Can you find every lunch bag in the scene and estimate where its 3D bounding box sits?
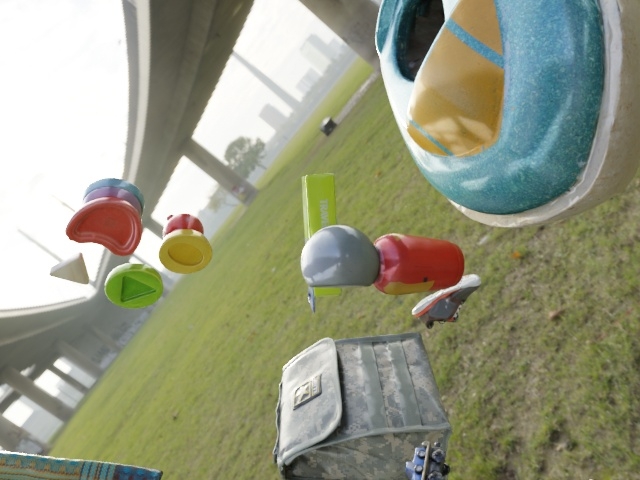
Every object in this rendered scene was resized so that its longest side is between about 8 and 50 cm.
[{"bbox_3d":[0.059,0.295,0.962,0.235,0.287,0.169,-94,-1,-60],"label":"lunch bag"}]

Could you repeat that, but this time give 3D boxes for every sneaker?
[{"bbox_3d":[0.249,0.119,1.032,0.158,0.065,0.061,-39,-4,40],"label":"sneaker"}]

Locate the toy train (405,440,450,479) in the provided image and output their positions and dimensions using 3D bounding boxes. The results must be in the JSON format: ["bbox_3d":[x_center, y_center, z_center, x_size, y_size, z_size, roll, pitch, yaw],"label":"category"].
[{"bbox_3d":[0.078,0.234,0.449,0.036,0.027,0.158,-6,31,27],"label":"toy train"}]

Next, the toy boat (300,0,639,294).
[{"bbox_3d":[0.087,-0.072,0.410,0.267,0.148,0.318,-109,29,-46],"label":"toy boat"}]

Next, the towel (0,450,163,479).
[{"bbox_3d":[-0.385,0.352,0.603,0.040,0.370,0.271,-118,40,-75],"label":"towel"}]

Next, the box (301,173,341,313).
[{"bbox_3d":[0.000,0.000,0.745,0.109,0.042,0.178,-131,37,-83],"label":"box"}]

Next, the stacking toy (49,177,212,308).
[{"bbox_3d":[-0.440,0.003,1.264,0.279,0.309,0.130,-42,38,21],"label":"stacking toy"}]
